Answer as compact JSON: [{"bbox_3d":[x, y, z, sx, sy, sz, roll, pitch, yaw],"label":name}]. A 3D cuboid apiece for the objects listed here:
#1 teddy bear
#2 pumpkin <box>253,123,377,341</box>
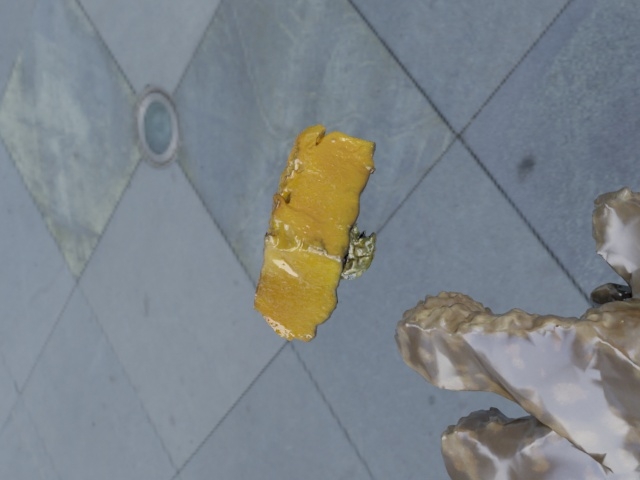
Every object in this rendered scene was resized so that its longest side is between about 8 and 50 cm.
[{"bbox_3d":[0.232,0.073,0.617,0.296,0.222,0.246,-3,115,46],"label":"teddy bear"},{"bbox_3d":[0.000,0.000,0.400,0.083,0.054,0.074,111,175,-56],"label":"pumpkin"}]
